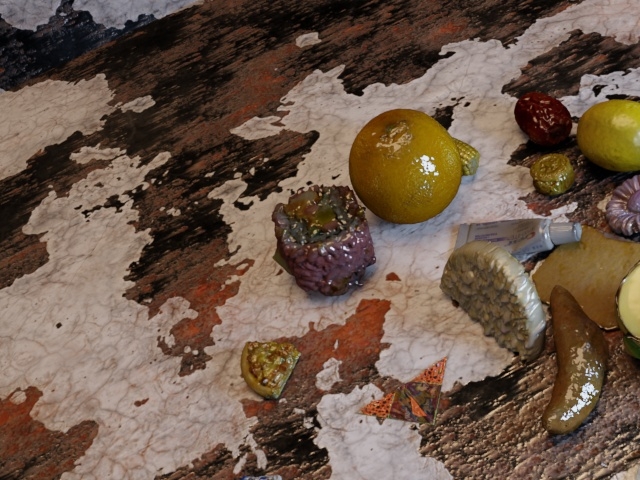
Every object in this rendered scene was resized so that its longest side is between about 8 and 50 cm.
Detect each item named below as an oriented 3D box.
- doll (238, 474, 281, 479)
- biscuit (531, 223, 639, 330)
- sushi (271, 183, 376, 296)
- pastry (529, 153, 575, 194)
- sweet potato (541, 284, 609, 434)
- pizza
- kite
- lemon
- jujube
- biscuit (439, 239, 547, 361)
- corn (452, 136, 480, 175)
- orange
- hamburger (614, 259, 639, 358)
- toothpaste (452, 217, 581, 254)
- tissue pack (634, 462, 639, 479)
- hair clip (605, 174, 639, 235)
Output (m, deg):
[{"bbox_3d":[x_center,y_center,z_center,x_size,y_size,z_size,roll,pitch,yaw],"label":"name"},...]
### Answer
[{"bbox_3d":[-0.128,0.487,1.554,0.227,0.057,0.114,-1,49,21],"label":"doll"},{"bbox_3d":[0.569,0.070,1.719,0.232,0.013,0.237,25,59,40],"label":"biscuit"},{"bbox_3d":[0.000,0.000,1.932,0.236,0.171,0.270,-26,39,-3],"label":"sushi"},{"bbox_3d":[0.541,-0.154,1.942,0.097,0.057,0.109,-14,39,19],"label":"pastry"},{"bbox_3d":[0.477,0.214,1.546,0.114,0.092,0.341,4,47,16],"label":"sweet potato"},{"bbox_3d":[-0.111,0.260,1.794,0.134,0.046,0.175,-34,42,-13],"label":"pizza"},{"bbox_3d":[0.190,0.319,1.630,0.222,0.008,0.125,-31,44,-9],"label":"kite"},{"bbox_3d":[0.677,-0.237,1.887,0.207,0.170,0.170,21,57,40],"label":"lemon"},{"bbox_3d":[0.547,-0.305,2.059,0.112,0.109,0.176,5,33,-21],"label":"jujube"},{"bbox_3d":[0.358,0.099,1.677,0.084,0.179,0.281,-18,44,-27],"label":"biscuit"},{"bbox_3d":[0.273,-0.236,2.116,0.106,0.106,0.305,-41,47,-21],"label":"corn"},{"bbox_3d":[0.197,-0.172,1.948,0.274,0.274,0.274,-13,42,11],"label":"orange"},{"bbox_3d":[0.654,0.141,1.505,0.237,0.149,0.237,-14,48,17],"label":"hamburger"},{"bbox_3d":[0.430,-0.010,1.834,0.282,0.069,0.099,-4,16,31],"label":"toothpaste"},{"bbox_3d":[0.554,0.389,1.377,0.056,0.023,0.108,8,49,31],"label":"tissue pack"},{"bbox_3d":[0.749,-0.067,1.743,0.300,0.069,0.173,12,52,34],"label":"hair clip"}]
